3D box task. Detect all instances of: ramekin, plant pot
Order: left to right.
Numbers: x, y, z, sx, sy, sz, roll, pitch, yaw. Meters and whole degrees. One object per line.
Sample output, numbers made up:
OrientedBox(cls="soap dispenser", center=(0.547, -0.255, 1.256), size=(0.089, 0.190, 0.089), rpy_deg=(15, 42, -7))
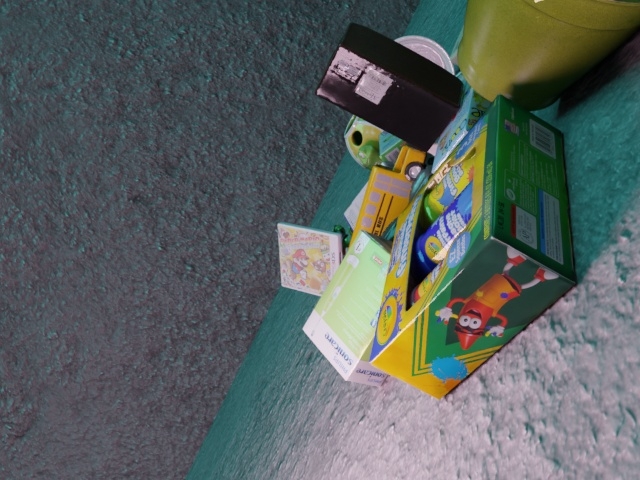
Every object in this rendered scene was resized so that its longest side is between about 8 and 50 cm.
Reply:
OrientedBox(cls="ramekin", center=(0.314, -0.554, 2.451), size=(0.277, 0.277, 0.135), rpy_deg=(-58, 3, 23))
OrientedBox(cls="plant pot", center=(0.427, -0.443, 1.376), size=(0.353, 0.366, 0.367), rpy_deg=(112, 180, -57))

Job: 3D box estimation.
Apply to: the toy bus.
OrientedBox(cls="toy bus", center=(0.172, -0.081, 1.854), size=(0.108, 0.130, 0.333), rpy_deg=(-37, -36, -75))

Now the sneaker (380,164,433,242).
OrientedBox(cls="sneaker", center=(0.235, -0.014, 1.734), size=(0.341, 0.125, 0.139), rpy_deg=(-68, 26, 10))

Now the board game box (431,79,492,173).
OrientedBox(cls="board game box", center=(0.364, -0.248, 1.646), size=(0.144, 0.142, 0.275), rpy_deg=(-55, 11, 45))

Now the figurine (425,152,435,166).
OrientedBox(cls="figurine", center=(0.272, -0.166, 2.115), size=(0.215, 0.092, 0.209), rpy_deg=(-61, 5, -2))

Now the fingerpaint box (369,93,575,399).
OrientedBox(cls="fingerpaint box", center=(0.272, 0.003, 1.344), size=(0.371, 0.163, 0.445), rpy_deg=(-54, 12, 41))

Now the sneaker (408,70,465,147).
OrientedBox(cls="sneaker", center=(0.356, -0.363, 1.982), size=(0.319, 0.112, 0.131), rpy_deg=(-45, 19, 19))

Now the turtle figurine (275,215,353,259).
OrientedBox(cls="turtle figurine", center=(0.000, 0.000, 2.261), size=(0.266, 0.197, 0.275), rpy_deg=(-29, 57, 53))

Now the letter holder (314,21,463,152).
OrientedBox(cls="letter holder", center=(0.171, -0.385, 1.711), size=(0.152, 0.301, 0.214), rpy_deg=(-57, 9, 45))

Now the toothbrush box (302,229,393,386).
OrientedBox(cls="toothbrush box", center=(0.113, 0.153, 1.651), size=(0.283, 0.122, 0.206), rpy_deg=(-59, 42, 11))

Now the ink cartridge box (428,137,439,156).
OrientedBox(cls="ink cartridge box", center=(0.281, -0.252, 1.849), size=(0.056, 0.224, 0.181), rpy_deg=(-57, 10, 13))

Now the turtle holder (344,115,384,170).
OrientedBox(cls="turtle holder", center=(0.197, -0.342, 2.571), size=(0.243, 0.227, 0.320), rpy_deg=(-44, 19, 60))

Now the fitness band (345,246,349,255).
OrientedBox(cls="fitness band", center=(0.095, 0.140, 2.031), size=(0.291, 0.054, 0.209), rpy_deg=(-83, -6, -70))

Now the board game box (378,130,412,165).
OrientedBox(cls="board game box", center=(0.293, -0.343, 2.245), size=(0.242, 0.064, 0.316), rpy_deg=(-36, 13, 16))

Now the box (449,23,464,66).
OrientedBox(cls="box", center=(0.481, -0.576, 2.012), size=(0.149, 0.126, 0.232), rpy_deg=(-65, 9, -20))

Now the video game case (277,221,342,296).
OrientedBox(cls="video game case", center=(-0.030, 0.061, 2.160), size=(0.026, 0.226, 0.207), rpy_deg=(-25, -61, -48))

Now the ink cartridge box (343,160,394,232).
OrientedBox(cls="ink cartridge box", center=(0.180, -0.063, 2.004), size=(0.224, 0.045, 0.223), rpy_deg=(-52, 57, 38))
